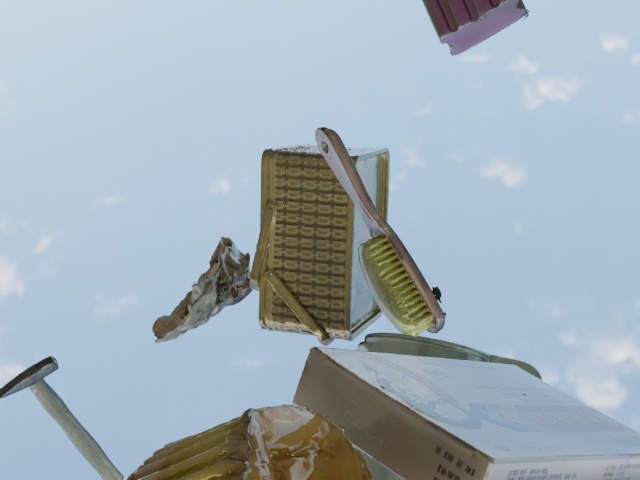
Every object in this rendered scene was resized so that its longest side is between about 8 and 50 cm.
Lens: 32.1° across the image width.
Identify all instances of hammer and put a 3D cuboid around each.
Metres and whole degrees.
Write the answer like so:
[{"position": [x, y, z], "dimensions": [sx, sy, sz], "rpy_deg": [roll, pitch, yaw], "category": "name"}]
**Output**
[{"position": [-0.248, 0.191, 1.104], "dimensions": [0.062, 0.199, 0.013], "rpy_deg": [-30, -137, -6], "category": "hammer"}]

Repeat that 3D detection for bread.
[{"position": [-0.045, 0.279, 0.849], "dimensions": [0.156, 0.204, 0.288], "rpy_deg": [-30, -114, 26], "category": "bread"}]

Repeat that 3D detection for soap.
[{"position": [0.188, -0.366, 1.511], "dimensions": [0.122, 0.065, 0.203], "rpy_deg": [-27, -116, 19], "category": "soap"}]

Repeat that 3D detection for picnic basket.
[{"position": [0.000, 0.000, 1.842], "dimensions": [0.175, 0.313, 0.228], "rpy_deg": [4, -170, 17], "category": "picnic basket"}]

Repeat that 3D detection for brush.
[{"position": [0.060, -0.010, 1.437], "dimensions": [0.067, 0.313, 0.072], "rpy_deg": [-24, 169, -24], "category": "brush"}]

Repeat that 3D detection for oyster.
[{"position": [-0.194, 0.096, 1.953], "dimensions": [0.161, 0.107, 0.233], "rpy_deg": [-29, -161, 46], "category": "oyster"}]

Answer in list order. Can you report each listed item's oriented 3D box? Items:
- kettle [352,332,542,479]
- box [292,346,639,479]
[{"position": [0.157, 0.307, 1.610], "dimensions": [0.265, 0.205, 0.318], "rpy_deg": [-1, -108, 41], "category": "kettle"}, {"position": [0.166, 0.180, 1.049], "dimensions": [0.353, 0.069, 0.214], "rpy_deg": [9, -166, -47], "category": "box"}]
